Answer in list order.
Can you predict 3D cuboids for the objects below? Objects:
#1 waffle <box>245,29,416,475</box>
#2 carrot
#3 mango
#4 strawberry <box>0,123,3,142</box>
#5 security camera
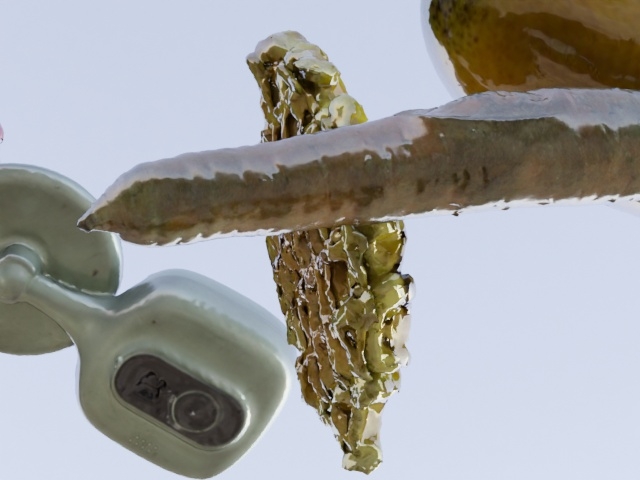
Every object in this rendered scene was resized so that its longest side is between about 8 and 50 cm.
[{"bbox_3d":[0.002,0.000,1.148,0.052,0.254,0.245,-10,-62,-12],"label":"waffle"},{"bbox_3d":[0.042,-0.040,0.985,0.342,0.070,0.070,-7,-43,-14],"label":"carrot"},{"bbox_3d":[0.242,-0.121,1.255,0.378,0.221,0.264,13,-15,-17],"label":"mango"},{"bbox_3d":[-0.392,-0.033,1.532,0.261,0.257,0.261,-4,-20,-2],"label":"strawberry"},{"bbox_3d":[-0.164,0.061,1.398,0.301,0.080,0.157,32,-66,-11],"label":"security camera"}]
